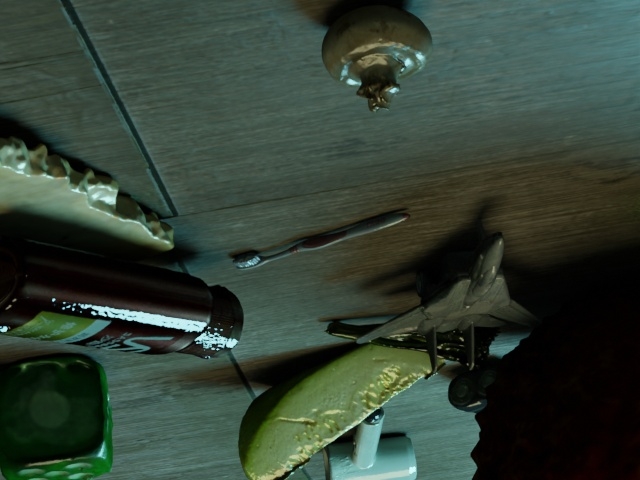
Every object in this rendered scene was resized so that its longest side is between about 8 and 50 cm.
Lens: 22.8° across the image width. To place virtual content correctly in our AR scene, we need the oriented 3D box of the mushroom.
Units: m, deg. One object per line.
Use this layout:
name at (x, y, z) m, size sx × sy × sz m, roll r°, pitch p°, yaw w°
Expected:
mushroom at (0.044, -0.134, 1.198) m, size 0.085 × 0.079 × 0.085 m, roll -5°, pitch 154°, yaw -3°

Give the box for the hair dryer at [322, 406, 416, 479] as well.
hair dryer at (0.074, 0.280, 2.231) m, size 0.131 × 0.073 × 0.236 m, roll -7°, pitch 148°, yaw -6°

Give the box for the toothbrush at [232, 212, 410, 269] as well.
toothbrush at (0.000, 0.000, 1.587) m, size 0.193 × 0.013 × 0.019 m, roll -16°, pitch 147°, yaw 19°

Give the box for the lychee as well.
lychee at (0.384, 0.244, 1.808) m, size 0.424 × 0.500 × 0.425 m, roll 13°, pitch 130°, yaw 17°

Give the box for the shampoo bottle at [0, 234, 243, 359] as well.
shampoo bottle at (-0.202, 0.061, 1.488) m, size 0.129 × 0.084 × 0.323 m, roll -19°, pitch 160°, yaw 32°

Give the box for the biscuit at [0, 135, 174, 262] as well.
biscuit at (-0.280, -0.020, 1.405) m, size 0.204 × 0.040 × 0.309 m, roll -17°, pitch 160°, yaw 19°

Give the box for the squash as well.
squash at (0.022, 0.190, 1.922) m, size 0.252 × 0.093 × 0.169 m, roll -27°, pitch -165°, yaw 40°

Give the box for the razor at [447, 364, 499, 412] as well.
razor at (0.232, 0.203, 2.087) m, size 0.090 × 0.054 × 0.148 m, roll -18°, pitch 156°, yaw 24°

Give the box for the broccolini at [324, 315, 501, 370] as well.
broccolini at (0.108, 0.103, 1.821) m, size 0.201 × 0.074 × 0.058 m, roll 8°, pitch 118°, yaw -9°

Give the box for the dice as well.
dice at (-0.309, 0.212, 1.840) m, size 0.131 × 0.128 × 0.120 m, roll -6°, pitch 158°, yaw -5°

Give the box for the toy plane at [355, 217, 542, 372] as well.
toy plane at (0.153, 0.042, 1.657) m, size 0.212 × 0.088 × 0.267 m, roll -5°, pitch 149°, yaw -10°
